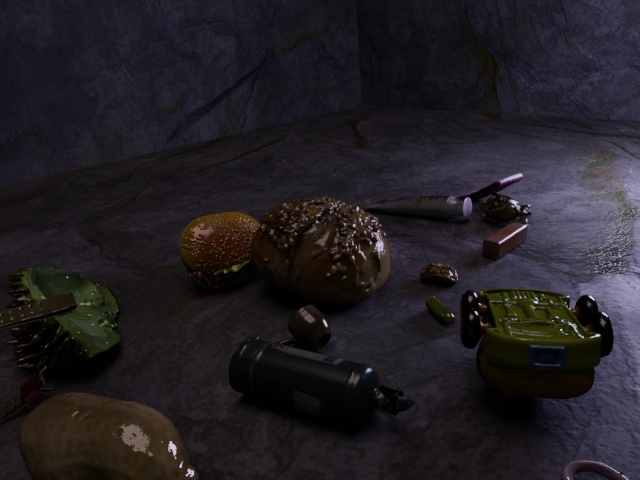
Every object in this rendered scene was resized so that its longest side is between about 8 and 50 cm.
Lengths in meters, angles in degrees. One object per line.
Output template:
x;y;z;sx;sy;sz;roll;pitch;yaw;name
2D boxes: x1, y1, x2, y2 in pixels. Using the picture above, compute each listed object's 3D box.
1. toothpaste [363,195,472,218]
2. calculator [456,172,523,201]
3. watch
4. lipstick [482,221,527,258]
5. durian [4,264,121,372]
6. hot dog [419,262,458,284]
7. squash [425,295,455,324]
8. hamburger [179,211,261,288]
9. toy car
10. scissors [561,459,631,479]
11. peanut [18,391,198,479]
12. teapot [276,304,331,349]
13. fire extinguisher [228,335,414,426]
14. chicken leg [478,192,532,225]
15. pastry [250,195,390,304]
0.282;-0.102;1.578;0.323;0.066;0.100;6;23;39;toothpaste
0.494;-0.147;1.583;0.126;0.034;0.190;-18;-4;-32;calculator
-0.505;0.201;0.844;0.268;0.165;0.102;-21;27;-27;watch
0.445;-0.001;1.293;0.045;0.045;0.145;18;31;41;lipstick
-0.505;0.127;1.067;0.198;0.163;0.394;-9;15;-15;durian
0.257;0.073;1.165;0.083;0.035;0.058;6;28;27;hot dog
0.230;0.136;1.024;0.027;0.027;0.083;-10;22;-12;squash
-0.223;0.020;1.250;0.210;0.173;0.116;-14;-6;-27;hamburger
0.309;0.157;0.794;0.200;0.142;0.248;1;12;16;toy car
0.358;0.308;0.546;0.118;0.031;0.242;-25;26;-38;scissors
-0.269;0.271;0.683;0.253;0.137;0.122;2;-23;16;peanut
-0.034;0.175;0.973;0.110;0.085;0.080;-41;56;-10;teapot
0.008;0.214;0.793;0.294;0.118;0.093;7;60;28;fire extinguisher
0.500;-0.090;1.482;0.125;0.081;0.196;3;13;-6;chicken leg
0.000;0.000;1.161;0.315;0.184;0.284;22;32;31;pastry
